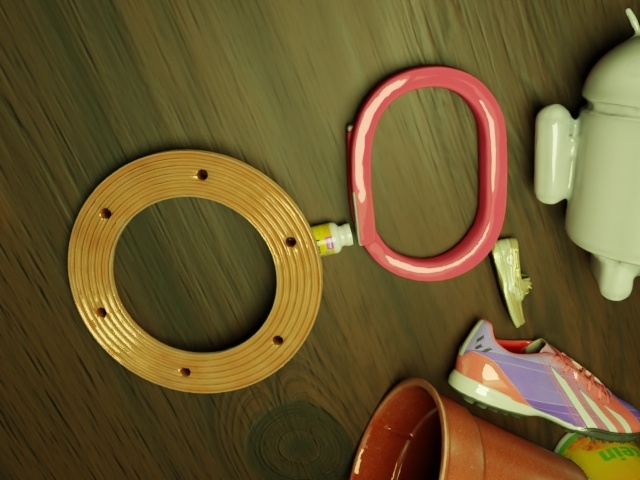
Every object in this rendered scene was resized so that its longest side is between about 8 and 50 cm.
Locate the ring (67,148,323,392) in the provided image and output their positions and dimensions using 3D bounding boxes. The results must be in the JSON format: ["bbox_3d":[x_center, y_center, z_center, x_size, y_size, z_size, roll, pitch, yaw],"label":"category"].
[{"bbox_3d":[-0.164,0.045,0.893,0.337,0.032,0.336,2,107,5],"label":"ring"}]

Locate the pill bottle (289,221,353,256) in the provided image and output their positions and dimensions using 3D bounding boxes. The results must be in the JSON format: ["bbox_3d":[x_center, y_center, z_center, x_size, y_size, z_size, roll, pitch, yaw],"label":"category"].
[{"bbox_3d":[0.000,0.000,0.911,0.083,0.043,0.043,-13,109,-1],"label":"pill bottle"}]

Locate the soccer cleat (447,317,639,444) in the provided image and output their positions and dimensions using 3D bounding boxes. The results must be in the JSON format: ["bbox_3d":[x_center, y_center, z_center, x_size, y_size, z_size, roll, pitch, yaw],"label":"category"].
[{"bbox_3d":[0.345,0.208,0.988,0.318,0.108,0.116,18,93,-12],"label":"soccer cleat"}]

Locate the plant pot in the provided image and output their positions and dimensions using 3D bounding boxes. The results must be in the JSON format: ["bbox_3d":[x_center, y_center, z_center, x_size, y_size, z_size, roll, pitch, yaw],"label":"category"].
[{"bbox_3d":[0.209,0.361,0.935,0.265,0.272,0.272,22,104,-14],"label":"plant pot"}]

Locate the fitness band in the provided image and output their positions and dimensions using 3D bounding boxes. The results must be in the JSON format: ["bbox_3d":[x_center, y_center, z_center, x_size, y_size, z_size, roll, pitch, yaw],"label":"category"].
[{"bbox_3d":[0.141,-0.083,0.898,0.209,0.054,0.290,-7,110,-6],"label":"fitness band"}]

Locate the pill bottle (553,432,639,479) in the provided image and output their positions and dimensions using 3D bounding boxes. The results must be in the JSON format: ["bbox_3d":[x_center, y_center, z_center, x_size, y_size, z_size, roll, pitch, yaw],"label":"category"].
[{"bbox_3d":[0.445,0.383,0.975,0.136,0.245,0.136,-2,108,-5],"label":"pill bottle"}]

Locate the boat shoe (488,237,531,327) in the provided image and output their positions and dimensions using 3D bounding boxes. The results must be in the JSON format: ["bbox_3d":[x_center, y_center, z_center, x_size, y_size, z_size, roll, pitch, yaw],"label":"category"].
[{"bbox_3d":[0.273,0.060,0.955,0.045,0.050,0.135,-18,109,6],"label":"boat shoe"}]

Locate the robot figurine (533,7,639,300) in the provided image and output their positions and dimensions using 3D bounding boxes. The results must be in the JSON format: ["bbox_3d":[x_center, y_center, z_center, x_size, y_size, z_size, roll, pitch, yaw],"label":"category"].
[{"bbox_3d":[0.416,-0.100,0.838,0.300,0.200,0.353,4,109,8],"label":"robot figurine"}]
